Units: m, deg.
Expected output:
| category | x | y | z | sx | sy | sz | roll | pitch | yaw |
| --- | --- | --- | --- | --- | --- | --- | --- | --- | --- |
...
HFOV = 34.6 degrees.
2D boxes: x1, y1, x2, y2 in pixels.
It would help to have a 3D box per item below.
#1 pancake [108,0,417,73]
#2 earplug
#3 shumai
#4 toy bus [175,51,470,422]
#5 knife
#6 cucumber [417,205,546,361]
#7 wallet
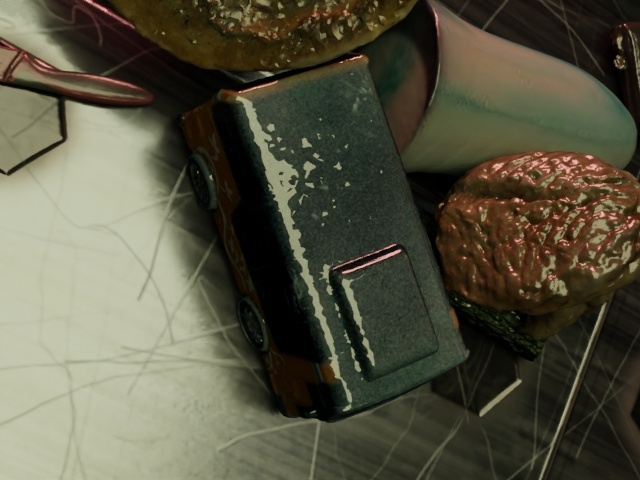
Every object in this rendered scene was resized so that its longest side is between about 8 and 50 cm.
| category | x | y | z | sx | sy | sz | roll | pitch | yaw |
| --- | --- | --- | --- | --- | --- | --- | --- | --- | --- |
| pancake | -0.061 | -0.312 | 0.862 | 0.356 | 0.065 | 0.356 | 0 | 101 | 0 |
| earplug | 0.202 | -0.136 | 1.092 | 0.324 | 0.185 | 0.185 | 9 | 82 | -28 |
| shumai | 0.222 | 0.012 | 1.016 | 0.206 | 0.175 | 0.166 | 1 | 70 | 20 |
| toy bus | 0.000 | 0.000 | 0.974 | 0.162 | 0.194 | 0.323 | -20 | 92 | -23 |
| knife | -0.277 | -0.162 | 0.970 | 0.247 | 0.018 | 0.035 | 11 | 84 | -20 |
| cucumber | 0.149 | 0.039 | 1.100 | 0.265 | 0.077 | 0.077 | 32 | 74 | -14 |
| wallet | 0.463 | -0.208 | 1.263 | 0.250 | 0.044 | 0.149 | -14 | 95 | -23 |
